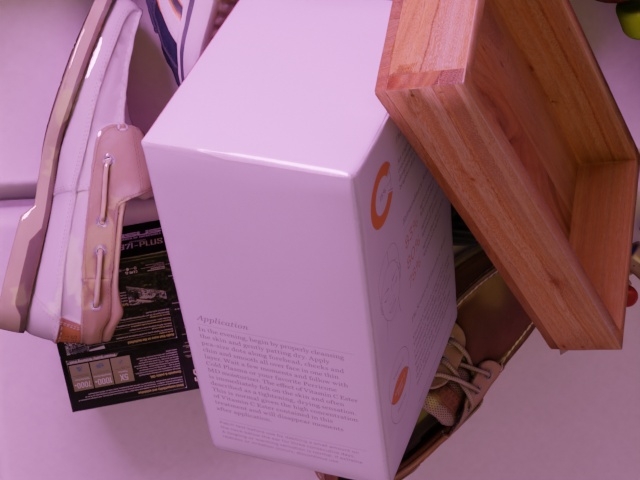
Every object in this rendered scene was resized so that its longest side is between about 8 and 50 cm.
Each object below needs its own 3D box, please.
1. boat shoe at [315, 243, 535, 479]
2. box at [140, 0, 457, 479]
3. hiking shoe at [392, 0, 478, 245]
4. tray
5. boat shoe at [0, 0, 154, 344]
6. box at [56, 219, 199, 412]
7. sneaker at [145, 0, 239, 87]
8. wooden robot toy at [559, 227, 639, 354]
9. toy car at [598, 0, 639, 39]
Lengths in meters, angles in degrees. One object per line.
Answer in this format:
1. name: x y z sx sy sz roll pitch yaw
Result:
1. boat shoe: 0.117 0.132 1.367 0.123 0.116 0.324 36 103 -20
2. box: 0.000 0.000 1.163 0.168 0.215 0.345 10 135 18
3. hiking shoe: 0.078 -0.140 1.252 0.113 0.132 0.304 -8 125 37
4. tray: 0.166 -0.090 1.147 0.076 0.203 0.411 -3 150 28
5. boat shoe: -0.189 -0.060 1.213 0.103 0.113 0.302 15 92 -10
6. box: -0.155 0.064 1.315 0.180 0.077 0.147 -11 114 -4
7. sneaker: -0.095 -0.241 1.179 0.126 0.127 0.321 -33 145 -31
8. wooden robot toy: 0.269 0.027 1.377 0.079 0.076 0.173 41 101 -11
9. toy car: 0.188 -0.239 1.216 0.188 0.149 0.155 -21 126 13
